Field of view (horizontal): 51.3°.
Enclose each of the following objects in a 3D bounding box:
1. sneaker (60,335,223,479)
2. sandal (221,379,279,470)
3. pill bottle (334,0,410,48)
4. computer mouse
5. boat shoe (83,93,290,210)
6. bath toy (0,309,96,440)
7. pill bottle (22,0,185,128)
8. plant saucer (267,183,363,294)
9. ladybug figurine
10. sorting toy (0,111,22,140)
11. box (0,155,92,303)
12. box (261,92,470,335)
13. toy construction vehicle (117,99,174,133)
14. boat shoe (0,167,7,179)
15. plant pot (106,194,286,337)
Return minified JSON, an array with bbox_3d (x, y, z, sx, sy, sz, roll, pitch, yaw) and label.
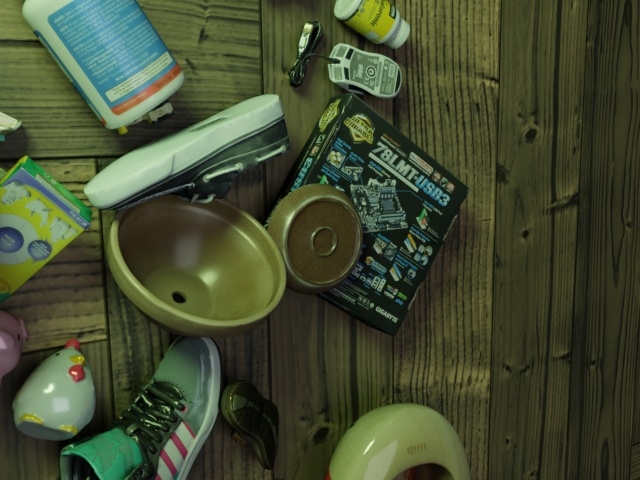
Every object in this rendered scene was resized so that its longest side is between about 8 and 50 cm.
[{"bbox_3d":[-0.244,0.257,0.877,0.178,0.123,0.296,26,83,-65],"label":"sneaker"},{"bbox_3d":[-0.111,0.277,1.002,0.219,0.060,0.090,63,30,-52],"label":"sandal"},{"bbox_3d":[0.084,-0.351,1.049,0.116,0.065,0.065,23,85,-33],"label":"pill bottle"},{"bbox_3d":[0.042,-0.269,1.051,0.192,0.042,0.106,13,84,-28],"label":"computer mouse"},{"bbox_3d":[-0.161,-0.096,0.886,0.301,0.108,0.102,-35,119,-34],"label":"boat shoe"},{"bbox_3d":[-0.415,0.125,0.777,0.348,0.151,0.129,33,48,-33],"label":"bath toy"},{"bbox_3d":[-0.274,-0.258,0.803,0.124,0.124,0.222,-42,118,-20],"label":"pill bottle"},{"bbox_3d":[0.000,0.000,0.993,0.168,0.029,0.169,-4,98,-30],"label":"plant saucer"},{"bbox_3d":[0.115,0.485,1.138,0.305,0.162,0.450,-3,98,-32],"label":"ladybug figurine"},{"bbox_3d":[-0.393,-0.140,0.774,0.083,0.075,0.045,28,82,-32],"label":"sorting toy"},{"bbox_3d":[-0.375,-0.003,0.793,0.179,0.043,0.105,-39,120,10],"label":"box"},{"bbox_3d":[0.073,-0.035,1.086,0.295,0.073,0.293,32,80,-30],"label":"box"},{"bbox_3d":[-0.220,-0.144,0.912,0.098,0.035,0.086,-36,121,-25],"label":"toy construction vehicle"},{"bbox_3d":[-0.403,-0.070,0.802,0.153,0.048,0.056,28,108,-26],"label":"boat shoe"},{"bbox_3d":[-0.174,0.048,0.891,0.237,0.237,0.110,6,134,-33],"label":"plant pot"}]
